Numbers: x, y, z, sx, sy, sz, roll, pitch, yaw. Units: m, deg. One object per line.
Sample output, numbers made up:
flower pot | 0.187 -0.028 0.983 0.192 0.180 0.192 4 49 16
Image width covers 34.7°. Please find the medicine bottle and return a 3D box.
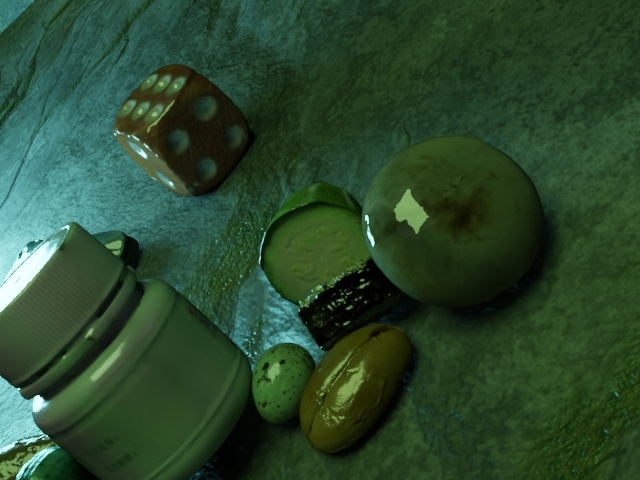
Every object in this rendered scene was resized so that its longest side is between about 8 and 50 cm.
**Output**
medicine bottle | -0.279 0.157 1.359 0.256 0.325 0.256 -41 17 15

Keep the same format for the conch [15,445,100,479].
conch | -0.356 0.377 1.391 0.202 0.134 0.196 -159 69 -72

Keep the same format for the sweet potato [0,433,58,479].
sweet potato | -0.455 0.358 1.540 0.336 0.131 0.131 -42 37 3

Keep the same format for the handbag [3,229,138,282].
handbag | -0.478 0.075 1.872 0.332 0.075 0.192 -5 56 36

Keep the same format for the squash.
squash | 0.000 0.000 1.429 0.170 0.170 0.123 -32 27 16

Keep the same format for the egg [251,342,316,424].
egg | -0.048 0.188 1.352 0.085 0.085 0.110 -8 62 38

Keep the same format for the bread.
bread | 0.039 0.179 1.290 0.189 0.077 0.114 -55 34 -9

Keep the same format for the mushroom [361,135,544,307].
mushroom | 0.164 -0.020 1.284 0.226 0.178 0.226 1 54 -1

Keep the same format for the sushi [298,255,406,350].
sushi | 0.042 0.078 1.349 0.150 0.090 0.078 -36 75 18

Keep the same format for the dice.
dice | -0.249 -0.194 1.819 0.175 0.179 0.174 24 73 48
